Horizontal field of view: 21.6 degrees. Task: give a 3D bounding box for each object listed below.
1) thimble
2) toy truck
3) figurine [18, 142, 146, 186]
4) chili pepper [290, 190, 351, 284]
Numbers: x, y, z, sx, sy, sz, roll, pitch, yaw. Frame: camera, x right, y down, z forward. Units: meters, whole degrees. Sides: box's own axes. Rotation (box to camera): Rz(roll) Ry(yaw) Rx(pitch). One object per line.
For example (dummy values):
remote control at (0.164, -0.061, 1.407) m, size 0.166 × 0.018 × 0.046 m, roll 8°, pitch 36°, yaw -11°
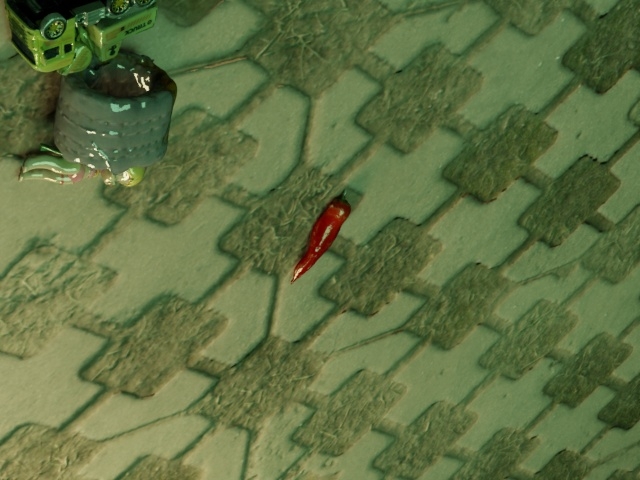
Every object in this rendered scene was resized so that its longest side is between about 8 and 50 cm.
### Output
thimble at (-0.264, -0.164, 2.138) m, size 0.151 × 0.127 × 0.118 m, roll -7°, pitch 130°, yaw -31°
toy truck at (-0.289, -0.269, 2.055) m, size 0.191 × 0.085 × 0.116 m, roll -26°, pitch 143°, yaw -29°
figurine at (-0.306, -0.107, 2.210) m, size 0.187 × 0.083 × 0.083 m, roll -7°, pitch 129°, yaw -25°
chili pepper at (0.000, 0.000, 2.638) m, size 0.045 × 0.027 × 0.178 m, roll 17°, pitch 112°, yaw -52°
